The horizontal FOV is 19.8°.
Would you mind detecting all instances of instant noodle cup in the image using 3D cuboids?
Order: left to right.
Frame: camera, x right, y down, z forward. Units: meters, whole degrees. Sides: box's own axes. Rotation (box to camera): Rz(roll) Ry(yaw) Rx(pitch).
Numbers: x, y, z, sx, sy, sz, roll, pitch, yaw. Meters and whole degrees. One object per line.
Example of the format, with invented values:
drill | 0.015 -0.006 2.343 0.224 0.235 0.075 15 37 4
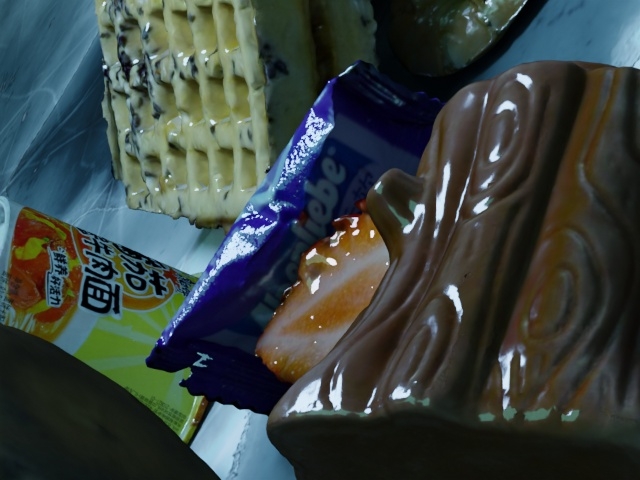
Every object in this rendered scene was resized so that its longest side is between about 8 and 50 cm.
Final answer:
instant noodle cup | -0.228 0.098 1.520 0.264 0.200 0.264 -47 25 30

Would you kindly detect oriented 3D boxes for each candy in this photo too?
candy | 0.000 0.000 1.251 0.275 0.145 0.070 -54 43 12

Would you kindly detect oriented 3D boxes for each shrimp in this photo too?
shrimp | 0.140 -0.234 1.350 0.267 0.061 0.145 -52 32 9

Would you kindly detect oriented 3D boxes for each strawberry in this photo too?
strawberry | 0.036 0.051 1.166 0.187 0.082 0.147 -25 42 37

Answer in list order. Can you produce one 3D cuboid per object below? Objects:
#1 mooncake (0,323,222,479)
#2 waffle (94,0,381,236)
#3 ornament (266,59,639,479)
mooncake | -0.195 0.189 1.235 0.161 0.290 0.290 -56 23 10
waffle | -0.078 -0.142 1.455 0.376 0.114 0.261 12 114 66
ornament | 0.108 0.044 0.892 0.235 0.221 0.218 107 -177 -58
